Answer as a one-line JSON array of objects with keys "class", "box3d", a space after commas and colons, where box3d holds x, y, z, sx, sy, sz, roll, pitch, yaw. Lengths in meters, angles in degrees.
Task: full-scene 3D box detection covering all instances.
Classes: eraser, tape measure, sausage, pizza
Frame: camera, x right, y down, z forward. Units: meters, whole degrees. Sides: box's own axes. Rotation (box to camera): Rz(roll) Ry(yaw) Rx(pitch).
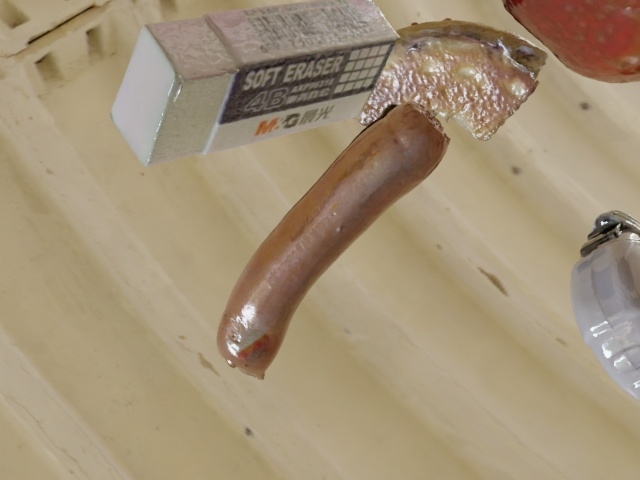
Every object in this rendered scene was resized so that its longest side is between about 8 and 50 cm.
[{"class": "eraser", "box3d": [-0.060, -0.168, 0.856, 0.287, 0.130, 0.086, -19, -116, -40]}, {"class": "tape measure", "box3d": [0.350, 0.077, 0.892, 0.197, 0.120, 0.236, 29, -134, -28]}, {"class": "sausage", "box3d": [0.000, 0.001, 0.441, 0.047, 0.040, 0.177, 28, -69, -33]}, {"class": "pizza", "box3d": [0.150, -0.213, 1.120, 0.085, 0.305, 0.161, -55, -46, -50]}]

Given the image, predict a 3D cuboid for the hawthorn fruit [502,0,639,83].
[{"class": "hawthorn fruit", "box3d": [0.271, -0.257, 0.733, 0.254, 0.300, 0.254, 3, -104, -13]}]
